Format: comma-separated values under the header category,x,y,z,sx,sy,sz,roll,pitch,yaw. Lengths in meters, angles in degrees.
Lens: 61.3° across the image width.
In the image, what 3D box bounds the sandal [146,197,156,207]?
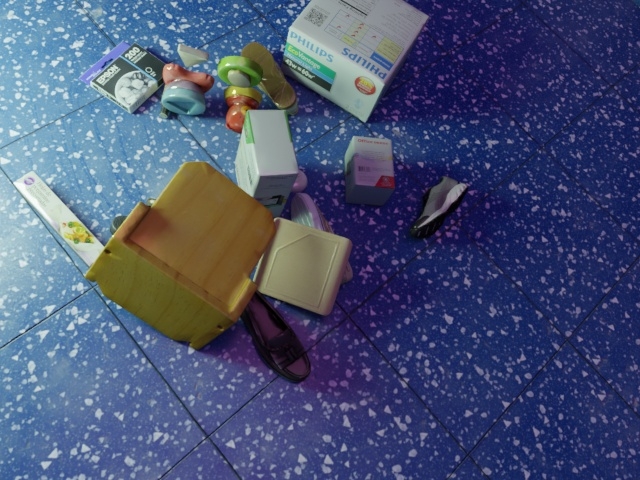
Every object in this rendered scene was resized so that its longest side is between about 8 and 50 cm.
category,x,y,z,sx,sy,sz,roll,pitch,yaw
sandal,-0.399,-0.050,1.521,0.219,0.090,0.060,27,75,-1

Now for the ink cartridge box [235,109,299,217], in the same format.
category,x,y,z,sx,sy,sz,roll,pitch,yaw
ink cartridge box,-0.160,-0.207,1.536,0.116,0.278,0.202,-5,69,-18

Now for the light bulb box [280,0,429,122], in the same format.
category,x,y,z,sx,sy,sz,roll,pitch,yaw
light bulb box,0.111,-0.661,1.817,0.357,0.225,0.361,31,65,1

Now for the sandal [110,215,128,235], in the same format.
category,x,y,z,sx,sy,sz,roll,pitch,yaw
sandal,-0.440,0.006,1.463,0.254,0.055,0.097,24,34,-11

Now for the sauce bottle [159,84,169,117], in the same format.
category,x,y,z,sx,sy,sz,roll,pitch,yaw
sauce bottle,-0.476,-0.442,1.693,0.042,0.042,0.128,9,67,-9

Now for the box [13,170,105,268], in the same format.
category,x,y,z,sx,sy,sz,roll,pitch,yaw
box,-0.696,-0.050,1.463,0.324,0.067,0.063,44,65,8

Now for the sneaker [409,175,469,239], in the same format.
category,x,y,z,sx,sy,sz,roll,pitch,yaw
sneaker,0.360,-0.105,1.721,0.108,0.100,0.271,35,60,19

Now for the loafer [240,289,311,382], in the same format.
category,x,y,z,sx,sy,sz,roll,pitch,yaw
loafer,-0.131,0.248,1.450,0.109,0.095,0.303,-34,78,-23

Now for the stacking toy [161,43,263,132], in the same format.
category,x,y,z,sx,sy,sz,roll,pitch,yaw
stacking toy,-0.314,-0.429,1.596,0.308,0.279,0.131,8,77,-16

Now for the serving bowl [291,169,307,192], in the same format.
category,x,y,z,sx,sy,sz,roll,pitch,yaw
serving bowl,-0.079,-0.191,1.685,0.083,0.027,0.084,5,66,-12

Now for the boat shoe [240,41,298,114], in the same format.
category,x,y,z,sx,sy,sz,roll,pitch,yaw
boat shoe,-0.169,-0.531,1.786,0.104,0.089,0.285,-32,74,4

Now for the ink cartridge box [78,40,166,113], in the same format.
category,x,y,z,sx,sy,sz,roll,pitch,yaw
ink cartridge box,-0.611,-0.526,1.696,0.208,0.045,0.206,34,65,4

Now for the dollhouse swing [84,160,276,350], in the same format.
category,x,y,z,sx,sy,sz,roll,pitch,yaw
dollhouse swing,-0.340,0.030,1.397,0.346,0.315,0.305,37,45,-17

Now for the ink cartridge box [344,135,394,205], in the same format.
category,x,y,z,sx,sy,sz,roll,pitch,yaw
ink cartridge box,0.150,-0.217,1.692,0.128,0.127,0.176,5,67,-10

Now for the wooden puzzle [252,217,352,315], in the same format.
category,x,y,z,sx,sy,sz,roll,pitch,yaw
wooden puzzle,-0.051,0.071,1.515,0.238,0.044,0.221,18,89,12

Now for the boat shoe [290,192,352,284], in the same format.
category,x,y,z,sx,sy,sz,roll,pitch,yaw
boat shoe,0.000,0.000,1.595,0.094,0.109,0.303,-10,74,-40
